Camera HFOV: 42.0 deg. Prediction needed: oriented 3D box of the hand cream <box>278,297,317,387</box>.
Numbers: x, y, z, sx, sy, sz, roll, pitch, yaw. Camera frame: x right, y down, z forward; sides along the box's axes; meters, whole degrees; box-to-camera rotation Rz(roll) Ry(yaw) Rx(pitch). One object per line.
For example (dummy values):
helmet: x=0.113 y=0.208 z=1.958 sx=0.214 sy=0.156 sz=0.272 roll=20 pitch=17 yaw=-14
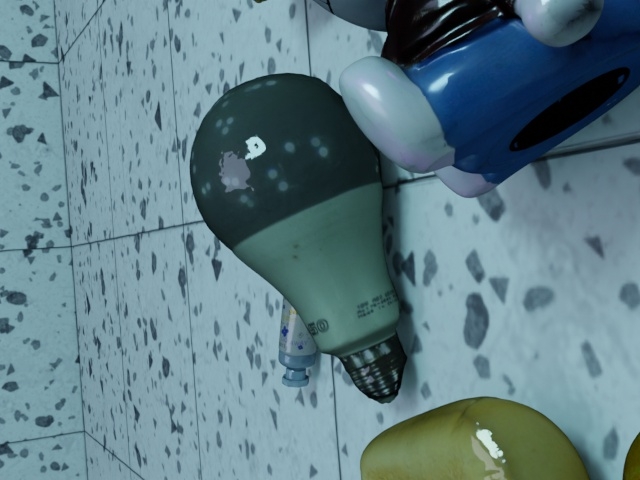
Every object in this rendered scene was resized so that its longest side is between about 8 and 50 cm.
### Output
hand cream: x=-0.022 y=0.079 z=0.937 sx=0.065 sy=0.043 sz=0.171 roll=20 pitch=106 yaw=60

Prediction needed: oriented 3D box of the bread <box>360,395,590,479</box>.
bread: x=0.115 y=0.193 z=0.617 sx=0.217 sy=0.098 sz=0.147 roll=143 pitch=118 yaw=-62

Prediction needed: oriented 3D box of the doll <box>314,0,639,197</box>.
doll: x=0.075 y=-0.206 z=0.510 sx=0.310 sy=0.240 sz=0.284 roll=62 pitch=-175 yaw=13

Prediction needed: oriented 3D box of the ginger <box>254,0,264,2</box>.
ginger: x=-0.020 y=-0.313 z=0.816 sx=0.216 sy=0.102 sz=0.157 roll=-1 pitch=66 yaw=68

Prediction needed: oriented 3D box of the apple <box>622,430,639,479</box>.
apple: x=0.211 y=0.136 z=0.425 sx=0.114 sy=0.099 sz=0.102 roll=62 pitch=164 yaw=-10

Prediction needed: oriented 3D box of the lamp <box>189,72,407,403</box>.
lamp: x=-0.004 y=-0.009 z=0.759 sx=0.314 sy=0.181 sz=0.182 roll=63 pitch=146 yaw=20
